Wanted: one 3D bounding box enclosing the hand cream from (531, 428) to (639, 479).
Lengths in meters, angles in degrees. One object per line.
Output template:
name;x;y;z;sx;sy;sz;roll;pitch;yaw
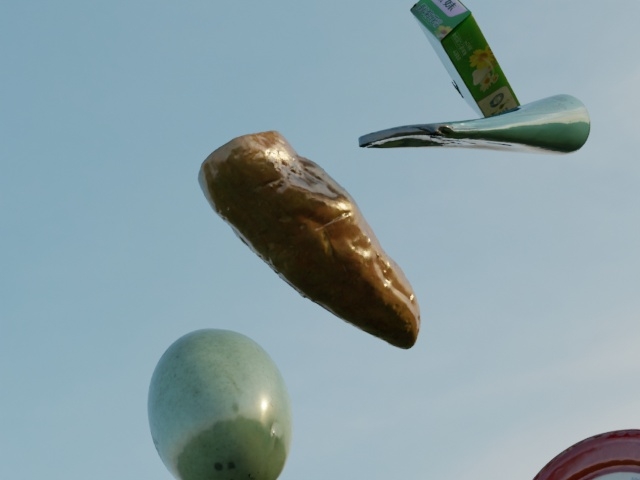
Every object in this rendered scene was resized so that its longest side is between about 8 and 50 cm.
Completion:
hand cream;0.224;0.227;1.057;0.193;0.193;0.125;-35;-38;25

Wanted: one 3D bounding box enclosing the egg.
egg;-0.118;0.202;1.876;0.169;0.236;0.169;-9;-45;-9

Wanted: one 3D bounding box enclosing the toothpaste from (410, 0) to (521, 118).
toothpaste;0.121;-0.147;1.303;0.037;0.043;0.178;-43;-29;1

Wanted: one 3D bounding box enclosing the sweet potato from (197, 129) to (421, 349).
sweet potato;0.000;0.000;1.362;0.251;0.097;0.097;42;-59;-17

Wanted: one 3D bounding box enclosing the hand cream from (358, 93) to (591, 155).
hand cream;0.130;-0.083;1.189;0.224;0.048;0.083;-8;2;-44
